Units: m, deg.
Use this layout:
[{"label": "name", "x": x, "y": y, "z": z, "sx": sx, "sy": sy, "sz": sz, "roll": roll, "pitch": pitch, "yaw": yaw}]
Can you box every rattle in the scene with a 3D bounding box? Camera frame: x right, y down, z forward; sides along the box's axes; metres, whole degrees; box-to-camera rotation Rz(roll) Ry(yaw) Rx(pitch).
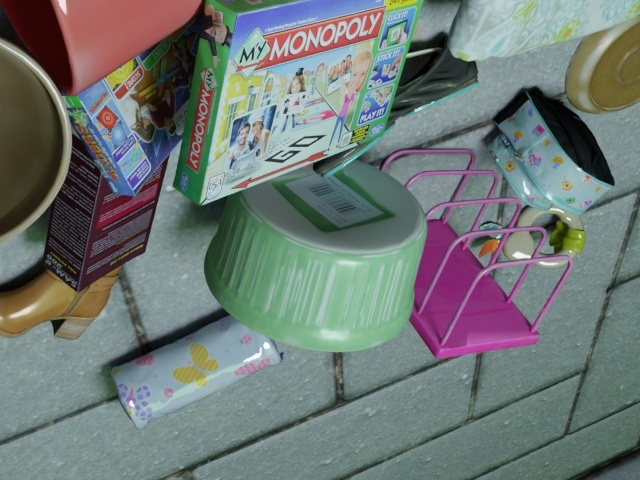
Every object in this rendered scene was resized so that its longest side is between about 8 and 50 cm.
[{"label": "rattle", "x": 0.381, "y": -0.011, "z": 1.808, "sx": 0.200, "sy": 0.143, "sz": 0.130, "roll": -16, "pitch": 110, "yaw": 4}]

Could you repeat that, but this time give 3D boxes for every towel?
[{"label": "towel", "x": 0.351, "y": -0.397, "z": 1.242, "sx": 0.374, "sy": 0.090, "sz": 0.320, "roll": -20, "pitch": 143, "yaw": -35}]

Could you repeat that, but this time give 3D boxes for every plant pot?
[{"label": "plant pot", "x": -0.367, "y": -0.110, "z": 0.928, "sx": 0.237, "sy": 0.110, "sz": 0.237, "roll": -14, "pitch": 127, "yaw": -19}, {"label": "plant pot", "x": -0.187, "y": -0.306, "z": 0.907, "sx": 0.243, "sy": 0.275, "sz": 0.275, "roll": -30, "pitch": 144, "yaw": -20}, {"label": "plant pot", "x": 0.505, "y": -0.294, "z": 1.571, "sx": 0.236, "sy": 0.032, "sz": 0.236, "roll": -19, "pitch": 141, "yaw": -16}]

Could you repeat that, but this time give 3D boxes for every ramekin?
[{"label": "ramekin", "x": 0.000, "y": 0.000, "z": 1.341, "sx": 0.303, "sy": 0.303, "sz": 0.148, "roll": -6, "pitch": 128, "yaw": -30}]

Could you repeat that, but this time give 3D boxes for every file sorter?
[{"label": "file sorter", "x": 0.216, "y": 0.007, "z": 1.500, "sx": 0.202, "sy": 0.290, "sz": 0.182, "roll": -4, "pitch": 132, "yaw": -32}]

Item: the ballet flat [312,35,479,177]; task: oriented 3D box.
[{"label": "ballet flat", "x": 0.089, "y": -0.195, "z": 1.347, "sx": 0.280, "sy": 0.095, "sz": 0.096, "roll": -33, "pitch": 101, "yaw": -14}]

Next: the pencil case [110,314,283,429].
[{"label": "pencil case", "x": -0.202, "y": 0.203, "z": 1.576, "sx": 0.273, "sy": 0.113, "sz": 0.124, "roll": -25, "pitch": 180, "yaw": -9}]

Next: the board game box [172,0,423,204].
[{"label": "board game box", "x": -0.014, "y": -0.177, "z": 1.045, "sx": 0.317, "sy": 0.046, "sz": 0.213, "roll": -26, "pitch": 142, "yaw": -45}]

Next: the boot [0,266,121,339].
[{"label": "boot", "x": -0.376, "y": 0.058, "z": 1.331, "sx": 0.197, "sy": 0.073, "sz": 0.152, "roll": 11, "pitch": 122, "yaw": -48}]

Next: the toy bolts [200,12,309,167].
[{"label": "toy bolts", "x": -0.034, "y": -0.231, "z": 1.180, "sx": 0.218, "sy": 0.158, "sz": 0.228, "roll": -39, "pitch": 149, "yaw": -30}]

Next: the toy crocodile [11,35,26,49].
[{"label": "toy crocodile", "x": -0.303, "y": -0.178, "z": 1.065, "sx": 0.341, "sy": 0.115, "sz": 0.105, "roll": -7, "pitch": 136, "yaw": -29}]

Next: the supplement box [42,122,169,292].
[{"label": "supplement box", "x": -0.267, "y": -0.061, "z": 1.222, "sx": 0.130, "sy": 0.073, "sz": 0.239, "roll": -36, "pitch": 155, "yaw": -47}]

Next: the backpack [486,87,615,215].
[{"label": "backpack", "x": 0.368, "y": -0.125, "z": 1.536, "sx": 0.166, "sy": 0.188, "sz": 0.144, "roll": 17, "pitch": 122, "yaw": -46}]

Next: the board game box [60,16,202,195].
[{"label": "board game box", "x": -0.185, "y": -0.165, "z": 1.046, "sx": 0.201, "sy": 0.035, "sz": 0.136, "roll": -57, "pitch": 138, "yaw": -35}]
